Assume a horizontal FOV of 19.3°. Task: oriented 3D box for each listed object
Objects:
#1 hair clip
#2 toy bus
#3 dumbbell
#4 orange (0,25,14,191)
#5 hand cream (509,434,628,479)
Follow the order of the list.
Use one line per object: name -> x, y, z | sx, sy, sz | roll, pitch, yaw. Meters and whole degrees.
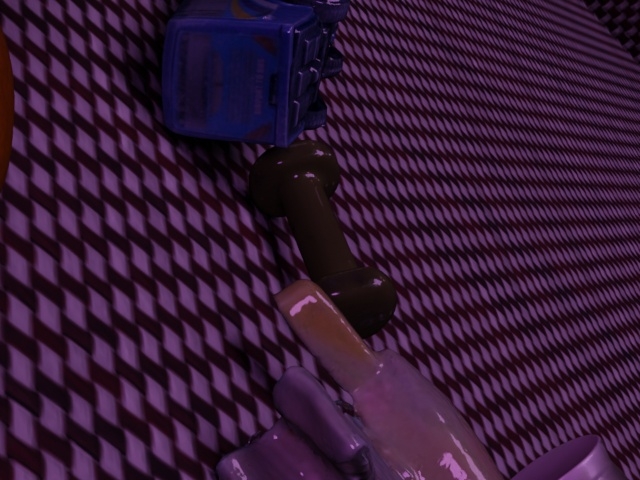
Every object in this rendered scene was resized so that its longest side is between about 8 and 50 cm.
hair clip -> 0.024, 0.092, 0.857 | 0.159, 0.071, 0.218 | 57, 13, 21
toy bus -> -0.032, -0.123, 1.067 | 0.094, 0.079, 0.236 | 11, 21, 1
dumbbell -> 0.000, 0.000, 0.986 | 0.046, 0.052, 0.118 | 86, -15, -49
orange -> -0.163, -0.045, 0.536 | 0.156, 0.124, 0.156 | 39, 40, -43
hand cream -> 0.207, 0.251, 1.005 | 0.312, 0.070, 0.111 | 55, 14, -5
